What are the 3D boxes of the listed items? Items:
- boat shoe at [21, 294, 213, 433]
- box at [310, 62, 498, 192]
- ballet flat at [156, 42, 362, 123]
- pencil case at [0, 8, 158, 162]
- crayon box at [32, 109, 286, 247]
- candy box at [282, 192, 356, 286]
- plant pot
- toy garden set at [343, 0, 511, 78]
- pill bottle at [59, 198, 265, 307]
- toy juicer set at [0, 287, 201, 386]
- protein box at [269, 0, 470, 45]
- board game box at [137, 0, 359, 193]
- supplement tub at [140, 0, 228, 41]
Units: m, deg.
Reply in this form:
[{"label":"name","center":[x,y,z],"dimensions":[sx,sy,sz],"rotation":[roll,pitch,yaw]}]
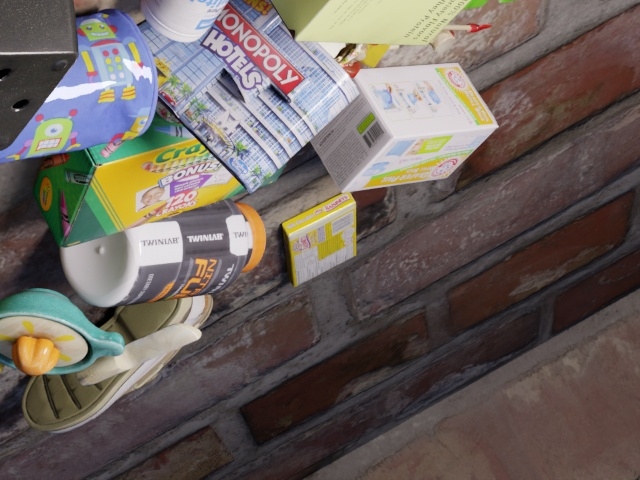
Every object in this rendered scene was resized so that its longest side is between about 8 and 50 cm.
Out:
[{"label":"boat shoe","center":[-0.264,0.159,2.237],"dimensions":[0.302,0.113,0.103],"rotation":[-38,154,19]},{"label":"box","center":[0.098,-0.138,2.031],"dimensions":[0.203,0.103,0.114],"rotation":[-10,153,-46]},{"label":"ballet flat","center":[-0.056,-0.183,1.704],"dimensions":[0.241,0.077,0.091],"rotation":[-29,117,-25]},{"label":"pencil case","center":[-0.294,-0.117,1.472],"dimensions":[0.306,0.119,0.133],"rotation":[-17,145,-34]},{"label":"crayon box","center":[-0.153,-0.100,1.788],"dimensions":[0.278,0.081,0.165],"rotation":[-19,158,-31]},{"label":"candy box","center":[0.000,0.000,2.356],"dimensions":[0.105,0.027,0.206],"rotation":[-25,160,-8]},{"label":"plant pot","center":[-0.295,-0.165,1.282],"dimensions":[0.187,0.167,0.188],"rotation":[-8,152,-48]},{"label":"toy garden set","center":[0.131,-0.271,1.836],"dimensions":[0.244,0.049,0.204],"rotation":[-15,154,-40]},{"label":"pill bottle","center":[-0.172,0.003,1.949],"dimensions":[0.245,0.130,0.130],"rotation":[-6,150,-51]},{"label":"toy juicer set","center":[-0.324,0.123,1.865],"dimensions":[0.329,0.089,0.209],"rotation":[19,145,-20]},{"label":"protein box","center":[0.066,-0.293,1.537],"dimensions":[0.201,0.136,0.200],"rotation":[-6,149,-50]},{"label":"board game box","center":[-0.065,-0.181,1.613],"dimensions":[0.194,0.194,0.060],"rotation":[-44,163,-4]},{"label":"supplement tub","center":[-0.110,-0.238,1.518],"dimensions":[0.071,0.071,0.107],"rotation":[-13,154,-41]}]
